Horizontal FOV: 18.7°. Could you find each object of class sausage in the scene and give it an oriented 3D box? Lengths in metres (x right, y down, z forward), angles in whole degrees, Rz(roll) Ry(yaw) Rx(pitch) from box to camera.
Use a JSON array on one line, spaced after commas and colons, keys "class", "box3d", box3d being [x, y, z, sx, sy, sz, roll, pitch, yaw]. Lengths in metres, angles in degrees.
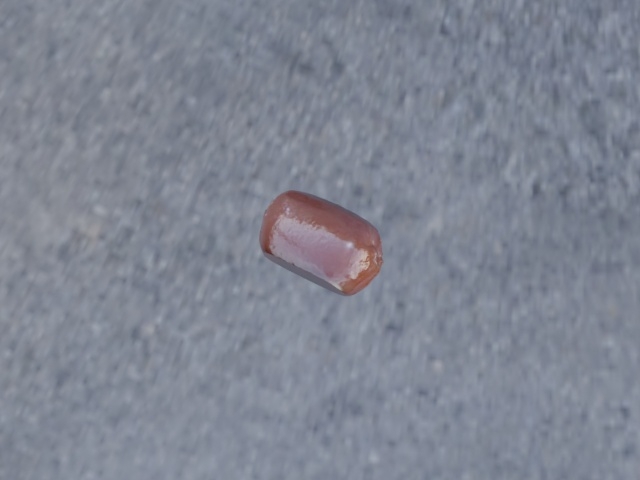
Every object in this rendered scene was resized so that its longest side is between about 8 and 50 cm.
[{"class": "sausage", "box3d": [0.000, 0.000, 1.353, 0.094, 0.059, 0.054, 25, 79, 24]}]
